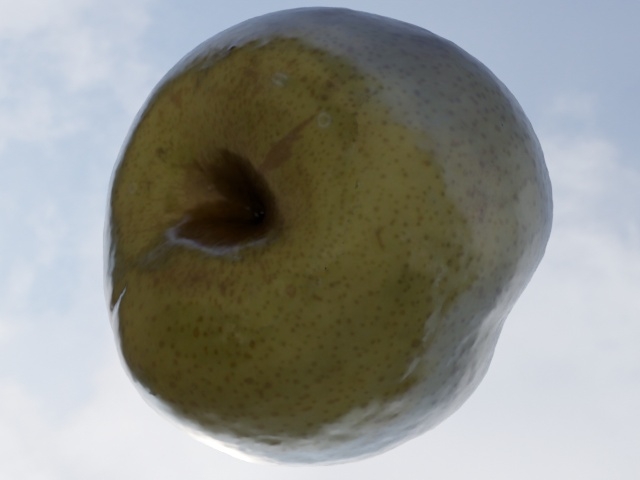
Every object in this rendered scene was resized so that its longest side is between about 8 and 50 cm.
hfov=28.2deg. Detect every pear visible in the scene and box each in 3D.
[{"bbox_3d":[0.000,0.000,0.462,0.167,0.136,0.167,-8,-108,26],"label":"pear"}]
